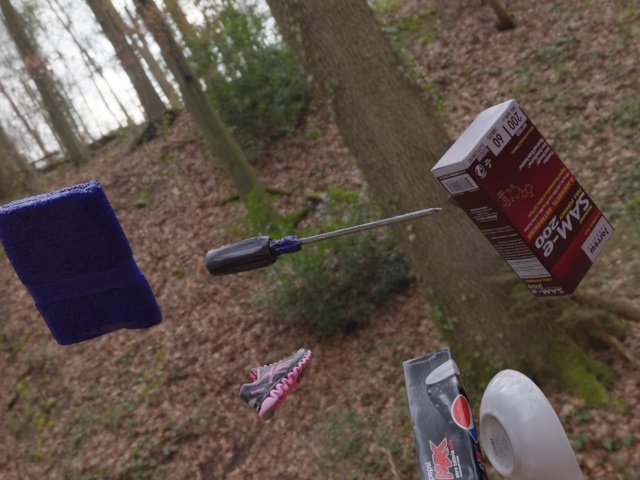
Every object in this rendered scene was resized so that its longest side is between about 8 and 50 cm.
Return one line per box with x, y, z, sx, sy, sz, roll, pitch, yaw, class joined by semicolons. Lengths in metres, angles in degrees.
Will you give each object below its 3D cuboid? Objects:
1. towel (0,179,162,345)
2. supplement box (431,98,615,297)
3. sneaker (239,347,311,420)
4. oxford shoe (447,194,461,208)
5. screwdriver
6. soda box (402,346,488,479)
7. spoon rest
-0.447;0.044;1.333;0.228;0.308;0.076;-13;28;9;towel
0.274;-0.052;0.958;0.130;0.239;0.073;-49;16;-22;supplement box
-0.055;0.166;0.882;0.119;0.057;0.047;-42;-27;-49;sneaker
0.332;-0.181;1.527;0.096;0.099;0.271;88;-164;-55;oxford shoe
0.000;0.000;0.489;0.170;0.024;0.025;-11;-29;13;screwdriver
0.129;0.196;0.740;0.060;0.053;0.168;-21;39;15;soda box
0.247;0.275;0.778;0.084;0.276;0.137;-10;-16;-17;spoon rest
